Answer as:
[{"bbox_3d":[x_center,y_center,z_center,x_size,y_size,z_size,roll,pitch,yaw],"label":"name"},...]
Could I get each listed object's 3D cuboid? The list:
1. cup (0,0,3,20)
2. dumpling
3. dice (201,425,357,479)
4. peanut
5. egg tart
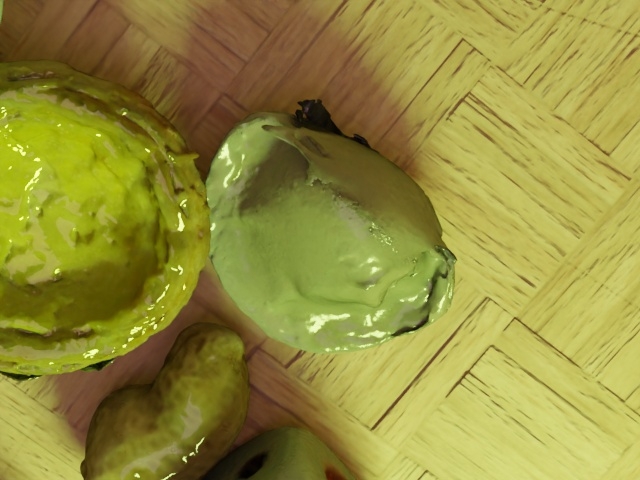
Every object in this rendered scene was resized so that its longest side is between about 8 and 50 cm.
[{"bbox_3d":[-0.437,-0.215,1.404,0.347,0.163,0.347,-9,65,20],"label":"cup"},{"bbox_3d":[0.009,-0.013,1.538,0.293,0.163,0.204,38,136,-12],"label":"dumpling"},{"bbox_3d":[-0.042,0.328,1.597,0.192,0.194,0.193,-36,105,10],"label":"dice"},{"bbox_3d":[-0.164,0.199,1.596,0.253,0.122,0.137,-44,92,8],"label":"peanut"},{"bbox_3d":[-0.280,-0.026,1.523,0.345,0.132,0.345,0,106,0],"label":"egg tart"}]
